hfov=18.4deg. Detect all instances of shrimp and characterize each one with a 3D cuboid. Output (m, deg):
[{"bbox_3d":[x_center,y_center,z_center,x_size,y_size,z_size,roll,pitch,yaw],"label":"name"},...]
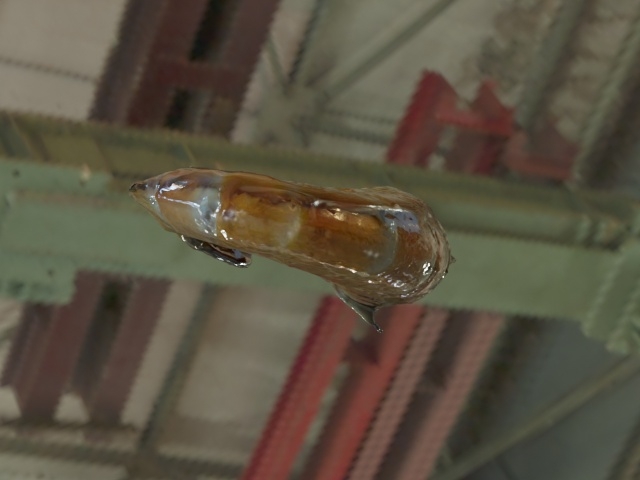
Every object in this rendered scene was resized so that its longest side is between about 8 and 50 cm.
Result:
[{"bbox_3d":[0.000,0.000,0.941,0.248,0.150,0.068,24,-98,-69],"label":"shrimp"}]
